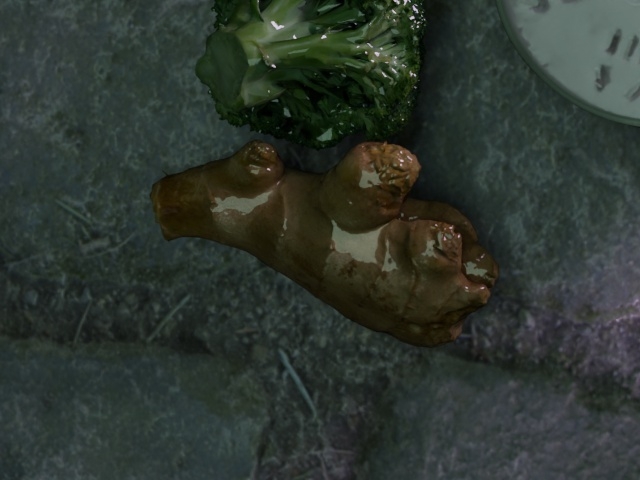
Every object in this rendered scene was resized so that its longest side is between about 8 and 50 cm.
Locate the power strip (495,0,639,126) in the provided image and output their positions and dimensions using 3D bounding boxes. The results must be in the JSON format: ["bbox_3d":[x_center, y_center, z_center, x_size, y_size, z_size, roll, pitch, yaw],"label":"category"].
[{"bbox_3d":[0.354,-0.268,1.536,0.358,0.161,0.357,1,94,19],"label":"power strip"}]

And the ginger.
[{"bbox_3d":[0.005,-0.010,1.656,0.376,0.236,0.166,17,65,-9],"label":"ginger"}]

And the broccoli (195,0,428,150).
[{"bbox_3d":[-0.013,-0.207,1.629,0.269,0.242,0.261,41,129,33],"label":"broccoli"}]
